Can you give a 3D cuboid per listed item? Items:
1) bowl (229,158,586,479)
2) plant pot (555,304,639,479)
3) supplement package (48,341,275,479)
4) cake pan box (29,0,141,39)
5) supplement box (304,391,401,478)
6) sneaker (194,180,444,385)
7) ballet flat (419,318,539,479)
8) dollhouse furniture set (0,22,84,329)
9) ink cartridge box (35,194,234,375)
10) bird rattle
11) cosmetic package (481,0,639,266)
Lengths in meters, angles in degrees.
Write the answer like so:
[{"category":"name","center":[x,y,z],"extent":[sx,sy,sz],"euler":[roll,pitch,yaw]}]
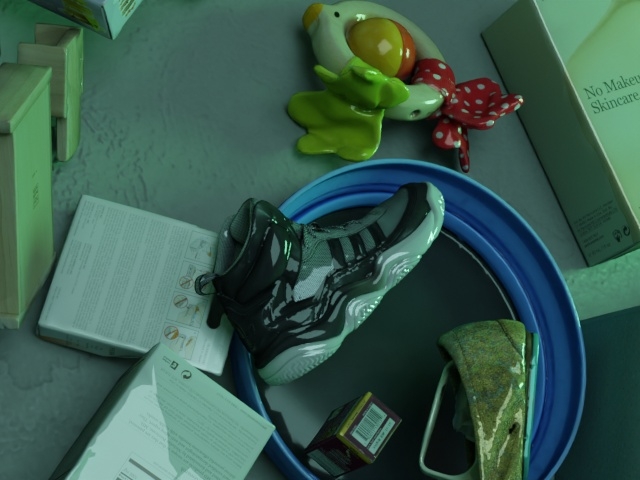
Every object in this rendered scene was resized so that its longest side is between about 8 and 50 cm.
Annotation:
[{"category":"bowl","center":[0.088,0.110,1.465],"extent":[0.391,0.077,0.391],"euler":[8,68,-22]},{"category":"plant pot","center":[0.420,0.195,1.486],"extent":[0.247,0.252,0.247],"euler":[19,65,-17]},{"category":"supplement package","center":[-0.173,0.237,1.264],"extent":[0.134,0.139,0.244],"euler":[37,62,-7]},{"category":"cake pan box","center":[-0.241,-0.355,1.424],"extent":[0.246,0.070,0.267],"euler":[28,67,12]},{"category":"supplement box","center":[0.029,0.181,1.320],"extent":[0.043,0.083,0.055],"euler":[41,60,-7]},{"category":"sneaker","center":[0.000,0.000,1.356],"extent":[0.153,0.101,0.268],"euler":[48,63,-9]},{"category":"ballet flat","center":[0.149,0.243,1.347],"extent":[0.123,0.123,0.348],"euler":[10,68,-21]},{"category":"dollhouse furniture set","center":[-0.397,-0.075,1.312],"extent":[0.303,0.198,0.286],"euler":[6,26,2]},{"category":"ink cartridge box","center":[-0.165,0.046,1.371],"extent":[0.179,0.045,0.145],"euler":[17,65,-5]},{"category":"bird rattle","center":[0.085,-0.185,1.548],"extent":[0.254,0.143,0.207],"euler":[-8,59,-30]},{"category":"cosmetic package","center":[0.332,-0.144,1.649],"extent":[0.160,0.113,0.309],"euler":[-20,82,-29]}]
